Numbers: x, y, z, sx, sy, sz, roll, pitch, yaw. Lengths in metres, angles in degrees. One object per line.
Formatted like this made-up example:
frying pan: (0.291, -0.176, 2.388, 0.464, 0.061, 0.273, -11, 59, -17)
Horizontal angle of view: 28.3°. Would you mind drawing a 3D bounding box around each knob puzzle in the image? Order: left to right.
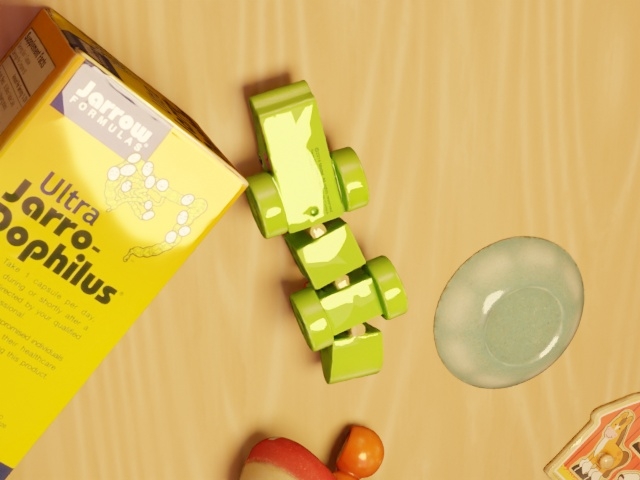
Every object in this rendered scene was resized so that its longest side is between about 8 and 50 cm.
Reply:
knob puzzle: (0.402, 0.272, 1.599, 0.213, 0.030, 0.213, -7, 113, -18)

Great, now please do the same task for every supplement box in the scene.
supplement box: (-0.268, 0.002, 1.140, 0.195, 0.194, 0.356, 37, 95, -29)

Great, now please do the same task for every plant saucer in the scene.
plant saucer: (0.226, 0.091, 1.454, 0.195, 0.037, 0.195, -7, 113, -18)

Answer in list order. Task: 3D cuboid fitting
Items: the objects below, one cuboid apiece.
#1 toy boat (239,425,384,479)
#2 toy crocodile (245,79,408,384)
toy boat: (0.023, 0.277, 1.415, 0.231, 0.151, 0.151, 36, 65, -29)
toy crocodile: (0.000, 0.000, 1.304, 0.115, 0.105, 0.340, -24, 113, -10)
